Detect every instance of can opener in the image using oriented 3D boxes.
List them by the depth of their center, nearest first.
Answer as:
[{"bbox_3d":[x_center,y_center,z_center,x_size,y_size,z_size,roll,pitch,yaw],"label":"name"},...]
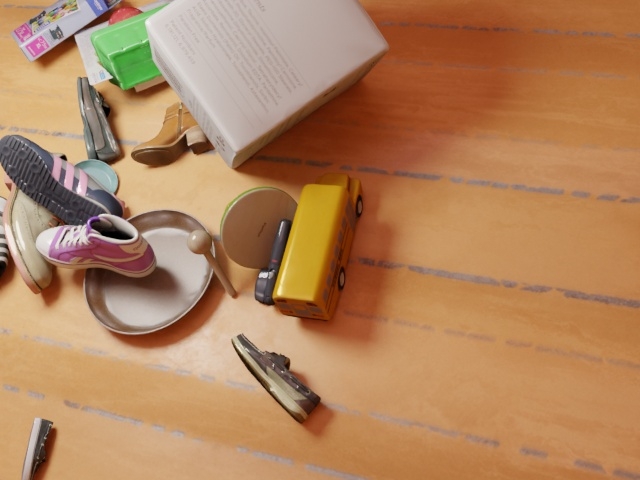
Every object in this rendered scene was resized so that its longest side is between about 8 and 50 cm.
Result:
[{"bbox_3d":[-0.091,0.046,1.658,0.073,0.059,0.186,15,95,9],"label":"can opener"}]

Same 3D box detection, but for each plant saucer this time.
[{"bbox_3d":[-0.372,0.073,1.762,0.310,0.050,0.311,-8,58,12],"label":"plant saucer"},{"bbox_3d":[-0.555,-0.140,1.933,0.119,0.021,0.119,8,62,-15],"label":"plant saucer"}]

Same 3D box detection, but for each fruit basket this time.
[{"bbox_3d":[-0.479,-0.536,2.115,0.327,0.165,0.353,-24,35,-8],"label":"fruit basket"}]

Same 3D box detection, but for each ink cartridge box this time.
[{"bbox_3d":[-0.718,-0.632,2.243,0.311,0.065,0.186,-36,37,-9],"label":"ink cartridge box"}]

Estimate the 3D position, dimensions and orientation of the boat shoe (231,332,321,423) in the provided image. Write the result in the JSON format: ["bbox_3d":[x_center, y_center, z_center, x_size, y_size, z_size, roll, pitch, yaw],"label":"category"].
[{"bbox_3d":[-0.087,0.258,1.557,0.073,0.080,0.223,-38,63,-15],"label":"boat shoe"}]

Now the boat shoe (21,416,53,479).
[{"bbox_3d":[-0.574,0.430,1.611,0.040,0.049,0.142,14,64,-20],"label":"boat shoe"}]

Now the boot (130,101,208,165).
[{"bbox_3d":[-0.373,-0.269,1.955,0.197,0.073,0.152,-12,58,-5],"label":"boot"}]

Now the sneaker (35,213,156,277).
[{"bbox_3d":[-0.500,-0.012,1.710,0.282,0.161,0.102,6,60,12],"label":"sneaker"}]

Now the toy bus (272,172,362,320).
[{"bbox_3d":[0.000,0.000,1.649,0.108,0.130,0.333,5,62,19],"label":"toy bus"}]

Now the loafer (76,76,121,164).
[{"bbox_3d":[-0.567,-0.307,2.033,0.084,0.096,0.268,-10,63,-13],"label":"loafer"}]

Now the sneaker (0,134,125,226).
[{"bbox_3d":[-0.597,-0.136,1.848,0.319,0.131,0.112,41,115,-4],"label":"sneaker"}]

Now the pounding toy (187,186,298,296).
[{"bbox_3d":[-0.161,-0.025,1.711,0.237,0.183,0.110,-38,32,-4],"label":"pounding toy"}]

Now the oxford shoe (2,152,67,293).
[{"bbox_3d":[-0.653,-0.061,1.873,0.146,0.140,0.397,-15,60,-3],"label":"oxford shoe"}]

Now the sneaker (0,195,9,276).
[{"bbox_3d":[-0.942,0.053,1.866,0.447,0.169,0.258,-14,56,5],"label":"sneaker"}]

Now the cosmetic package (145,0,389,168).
[{"bbox_3d":[-0.124,-0.410,1.741,0.393,0.329,0.327,-36,94,-7],"label":"cosmetic package"}]
